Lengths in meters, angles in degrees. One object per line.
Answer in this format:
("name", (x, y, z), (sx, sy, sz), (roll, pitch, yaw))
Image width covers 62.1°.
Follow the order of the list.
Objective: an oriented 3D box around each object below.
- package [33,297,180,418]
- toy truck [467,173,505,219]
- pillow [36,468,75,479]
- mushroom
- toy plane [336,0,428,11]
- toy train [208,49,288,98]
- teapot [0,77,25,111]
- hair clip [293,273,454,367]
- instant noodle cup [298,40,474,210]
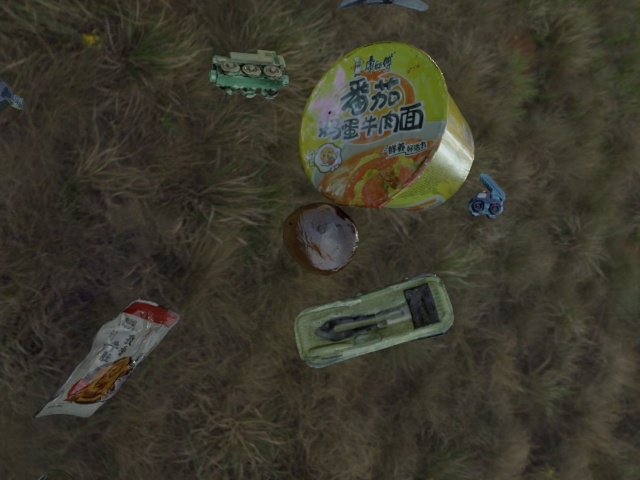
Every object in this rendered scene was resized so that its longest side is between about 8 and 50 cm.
("package", (-0.347, 0.198, 0.877), (0.239, 0.030, 0.154), (-51, 160, -8))
("toy truck", (0.354, -0.095, 1.131), (0.073, 0.056, 0.090), (8, 79, 10))
("pillow", (-0.312, 0.338, 0.518), (0.033, 0.130, 0.217), (49, 58, -30))
("mushroom", (0.000, 0.000, 0.806), (0.123, 0.123, 0.052), (51, 22, -20))
("toy plane", (0.165, -0.702, 1.471), (0.088, 0.267, 0.212), (26, 54, -73))
("toy train", (-0.177, -0.410, 1.293), (0.193, 0.081, 0.125), (-1, 49, -19))
("teapot", (-0.567, -0.257, 0.939), (0.088, 0.057, 0.066), (24, 79, -36))
("hair clip", (0.107, 0.170, 1.098), (0.091, 0.321, 0.138), (64, 12, -65))
("instant noodle cup", (0.123, -0.167, 0.881), (0.200, 0.264, 0.264), (11, 77, -55))
